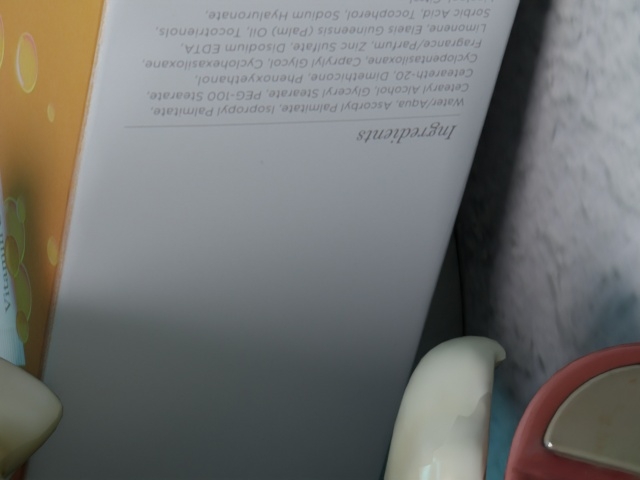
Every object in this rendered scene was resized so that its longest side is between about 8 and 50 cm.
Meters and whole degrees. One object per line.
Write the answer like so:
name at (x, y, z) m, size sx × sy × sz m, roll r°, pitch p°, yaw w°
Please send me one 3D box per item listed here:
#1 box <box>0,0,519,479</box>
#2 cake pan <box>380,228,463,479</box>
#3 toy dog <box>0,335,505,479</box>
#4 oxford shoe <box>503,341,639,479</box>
box at (-0.055, -0.086, 0.755) m, size 0.215 × 0.168 × 0.345 m, roll 52°, pitch 137°, yaw 46°
cake pan at (0.000, 0.000, 0.964) m, size 0.293 × 0.054 × 0.293 m, roll 170°, pitch 90°, yaw -74°
toy dog at (-0.159, 0.185, 0.630) m, size 0.284 × 0.407 × 0.395 m, roll -75°, pitch -8°, yaw -54°
oxford shoe at (0.103, 0.215, 0.598) m, size 0.130 × 0.123 × 0.348 m, roll 90°, pitch -173°, yaw -73°
